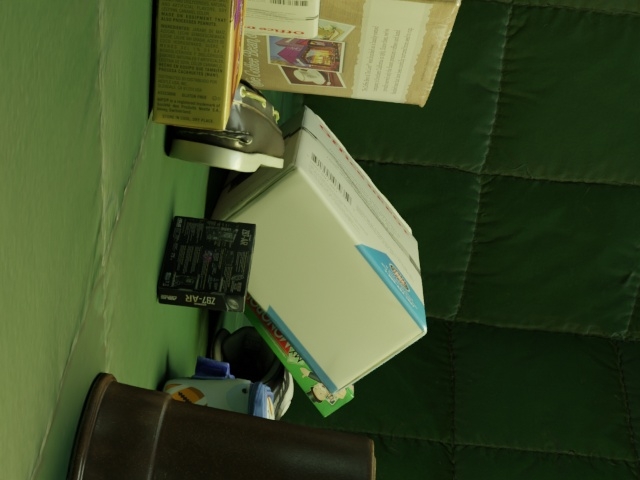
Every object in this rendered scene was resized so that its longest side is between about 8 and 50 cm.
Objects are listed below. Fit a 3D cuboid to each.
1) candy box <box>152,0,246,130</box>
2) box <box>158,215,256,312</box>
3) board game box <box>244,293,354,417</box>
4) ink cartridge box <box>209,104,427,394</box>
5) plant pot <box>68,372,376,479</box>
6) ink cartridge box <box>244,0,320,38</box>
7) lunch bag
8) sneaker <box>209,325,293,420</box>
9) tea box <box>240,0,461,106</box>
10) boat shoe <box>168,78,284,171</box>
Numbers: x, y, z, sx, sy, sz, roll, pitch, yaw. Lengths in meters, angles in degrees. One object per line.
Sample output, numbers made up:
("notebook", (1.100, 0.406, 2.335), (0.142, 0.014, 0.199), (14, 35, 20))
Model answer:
("candy box", (-0.075, -0.179, 0.899), (0.109, 0.053, 0.186), (-83, -179, -62))
("box", (-0.087, 0.017, 1.072), (0.083, 0.067, 0.018), (-85, -179, -47))
("board game box", (-0.037, 0.068, 1.660), (0.213, 0.046, 0.317), (52, 9, -8))
("ink cartridge box", (0.000, 0.000, 1.525), (0.223, 0.129, 0.307), (51, 12, -12))
("plant pot", (-0.055, 0.168, 0.802), (0.167, 0.165, 0.167), (-174, -90, -89))
("ink cartridge box", (-0.048, -0.205, 1.065), (0.135, 0.099, 0.056), (102, -7, -82))
("lunch bag", (-0.089, 0.228, 1.213), (0.303, 0.115, 0.243), (102, -8, -82))
("sneaker", (-0.081, 0.154, 1.668), (0.268, 0.101, 0.153), (-79, 178, -59))
("tea box", (0.028, -0.335, 1.364), (0.329, 0.220, 0.323), (96, 1, -80))
("boat shoe", (-0.068, -0.095, 1.100), (0.228, 0.081, 0.068), (-57, 157, -84))
